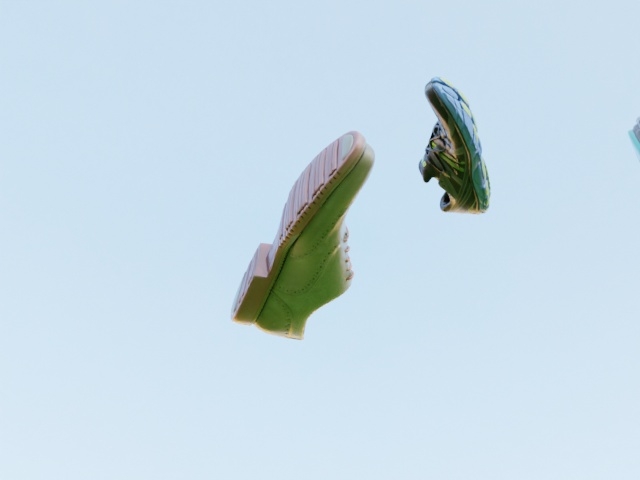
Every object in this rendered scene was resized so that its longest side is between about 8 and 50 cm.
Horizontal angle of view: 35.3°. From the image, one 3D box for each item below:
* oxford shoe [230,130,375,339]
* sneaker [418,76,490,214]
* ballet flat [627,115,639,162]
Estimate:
[{"bbox_3d":[0.000,0.000,1.562,0.146,0.140,0.397,25,-52,-11],"label":"oxford shoe"},{"bbox_3d":[0.148,-0.101,1.166,0.078,0.067,0.188,-9,-51,14],"label":"sneaker"},{"bbox_3d":[0.602,-0.073,1.582,0.182,0.483,0.164,-19,-58,22],"label":"ballet flat"}]
